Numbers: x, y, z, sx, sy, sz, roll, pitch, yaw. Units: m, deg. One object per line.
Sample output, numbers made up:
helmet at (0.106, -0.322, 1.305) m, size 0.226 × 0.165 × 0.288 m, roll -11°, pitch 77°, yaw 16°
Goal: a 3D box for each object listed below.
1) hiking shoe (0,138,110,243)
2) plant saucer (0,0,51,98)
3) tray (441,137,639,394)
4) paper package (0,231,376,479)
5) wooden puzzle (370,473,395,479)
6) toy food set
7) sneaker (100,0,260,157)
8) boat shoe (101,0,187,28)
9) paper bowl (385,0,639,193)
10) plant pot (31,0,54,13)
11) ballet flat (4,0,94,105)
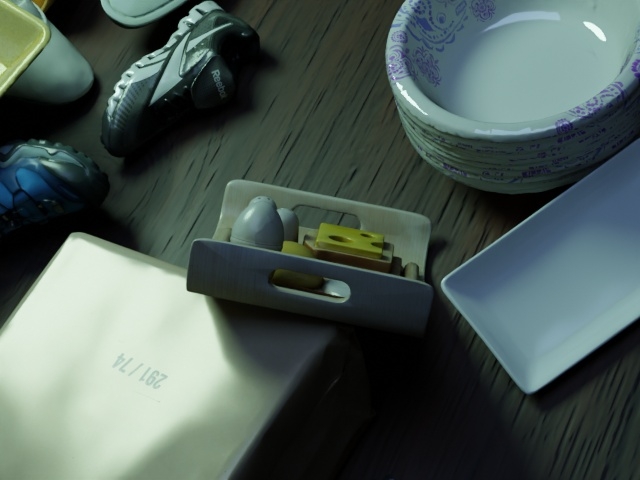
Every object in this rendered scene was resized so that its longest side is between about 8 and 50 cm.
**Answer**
hiking shoe at (-0.368, -0.026, 1.984) m, size 0.304 × 0.113 × 0.132 m, roll -5°, pitch 58°, yaw 26°
plant saucer at (-0.512, -0.171, 1.980) m, size 0.332 × 0.081 × 0.333 m, roll 32°, pitch 71°, yaw 16°
tray at (0.263, 0.024, 1.759) m, size 0.270 × 0.030 × 0.145 m, roll -35°, pitch 75°, yaw -11°
paper package at (-0.164, 0.185, 1.698) m, size 0.324 × 0.168 × 0.309 m, roll 19°, pitch 60°, yaw 28°
wooden puzzle at (0.037, 0.251, 1.685) m, size 0.083 × 0.006 × 0.049 m, roll -20°, pitch 49°, yaw 1°
toy food set at (0.000, 0.000, 1.719) m, size 0.219 × 0.092 × 0.306 m, roll 11°, pitch 14°, yaw 1°
sneaker at (-0.153, -0.179, 2.045) m, size 0.106 × 0.078 × 0.234 m, roll 21°, pitch 59°, yaw 33°
boat shoe at (-0.162, -0.356, 2.187) m, size 0.114 × 0.091 × 0.302 m, roll 40°, pitch 66°, yaw 3°
paper bowl at (0.219, -0.169, 1.874) m, size 0.284 × 0.148 × 0.284 m, roll -9°, pitch 50°, yaw 11°
plant pot at (-0.384, -0.391, 2.226) m, size 0.205 × 0.205 × 0.188 m, roll 5°, pitch 39°, yaw 21°
ballet flat at (-0.444, -0.288, 2.104) m, size 0.400 × 0.139 × 0.139 m, roll 27°, pitch 62°, yaw 9°
